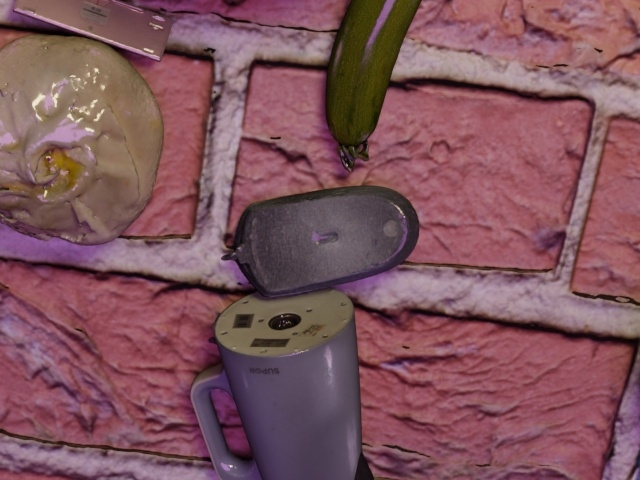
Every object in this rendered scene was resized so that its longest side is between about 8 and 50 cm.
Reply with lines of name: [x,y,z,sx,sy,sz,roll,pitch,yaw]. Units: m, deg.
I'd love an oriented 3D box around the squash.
squash: [0.060,-0.225,1.839,0.071,0.080,0.318,29,109,26]

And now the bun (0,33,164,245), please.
bun: [-0.284,-0.102,1.818,0.239,0.141,0.239,-1,113,-3]

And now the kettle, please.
kettle: [-0.050,0.192,1.955,0.210,0.160,0.243,0,118,15]

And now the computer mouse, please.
computer mouse: [0.003,-0.001,1.920,0.229,0.068,0.113,-10,91,12]

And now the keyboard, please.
keyboard: [-0.243,-0.242,1.826,0.166,0.017,0.055,18,75,-11]
